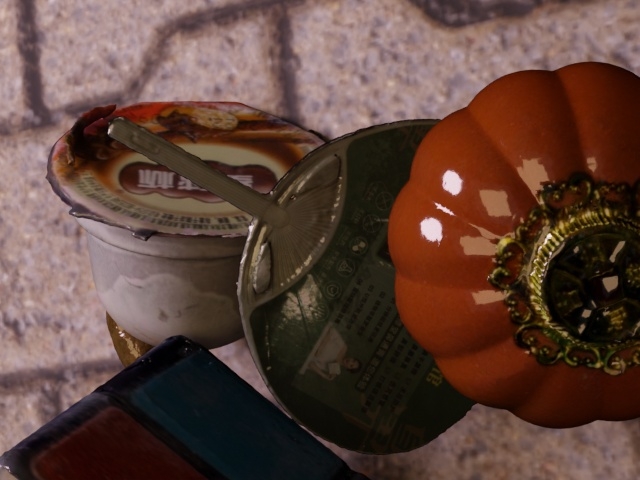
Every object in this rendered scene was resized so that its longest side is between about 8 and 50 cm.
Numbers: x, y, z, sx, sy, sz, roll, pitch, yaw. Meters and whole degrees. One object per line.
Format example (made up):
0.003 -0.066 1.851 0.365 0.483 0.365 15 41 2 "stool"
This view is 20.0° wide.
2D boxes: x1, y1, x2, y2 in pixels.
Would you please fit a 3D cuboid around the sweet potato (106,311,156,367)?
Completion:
-0.124 0.104 1.353 0.041 0.038 0.153 -26 82 52 "sweet potato"

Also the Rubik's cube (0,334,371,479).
-0.101 0.294 1.119 0.313 0.318 0.316 39 107 7 "Rubik's cube"

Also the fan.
0.032 -0.009 1.166 0.223 0.012 0.294 -32 106 -4 "fan"

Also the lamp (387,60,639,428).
0.151 0.003 1.084 0.223 0.196 0.223 -1 103 -3 "lamp"

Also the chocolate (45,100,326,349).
-0.095 -0.003 1.275 0.221 0.221 0.147 33 130 30 "chocolate"
